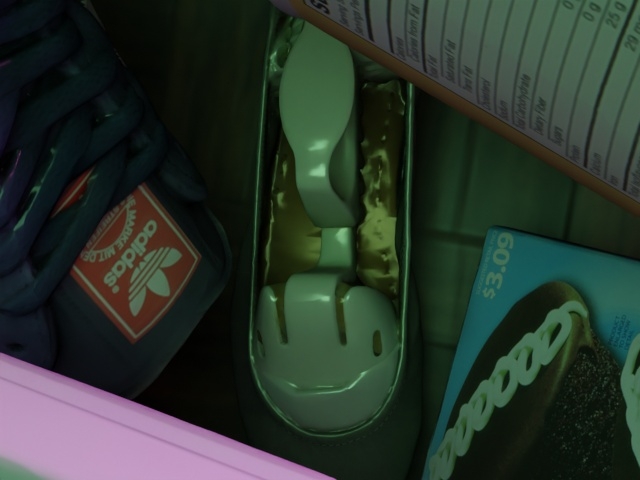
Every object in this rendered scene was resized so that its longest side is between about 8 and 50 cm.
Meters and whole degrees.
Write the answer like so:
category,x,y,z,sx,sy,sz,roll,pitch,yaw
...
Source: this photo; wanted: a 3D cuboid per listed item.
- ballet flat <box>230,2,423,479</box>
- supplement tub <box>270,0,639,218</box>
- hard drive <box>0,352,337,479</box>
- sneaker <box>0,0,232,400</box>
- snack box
category,x,y,z,sx,sy,sz,roll,pitch,yaw
ballet flat,0.000,0.000,0.646,0.072,0.068,0.213,2,89,11
supplement tub,0.114,-0.120,0.443,0.331,0.241,0.241,33,94,15
hard drive,-0.077,0.108,0.550,0.307,0.203,0.040,16,52,34
sneaker,-0.091,-0.029,0.538,0.148,0.350,0.131,40,75,5
snack box,0.093,0.169,0.577,0.187,0.060,0.322,15,91,50
